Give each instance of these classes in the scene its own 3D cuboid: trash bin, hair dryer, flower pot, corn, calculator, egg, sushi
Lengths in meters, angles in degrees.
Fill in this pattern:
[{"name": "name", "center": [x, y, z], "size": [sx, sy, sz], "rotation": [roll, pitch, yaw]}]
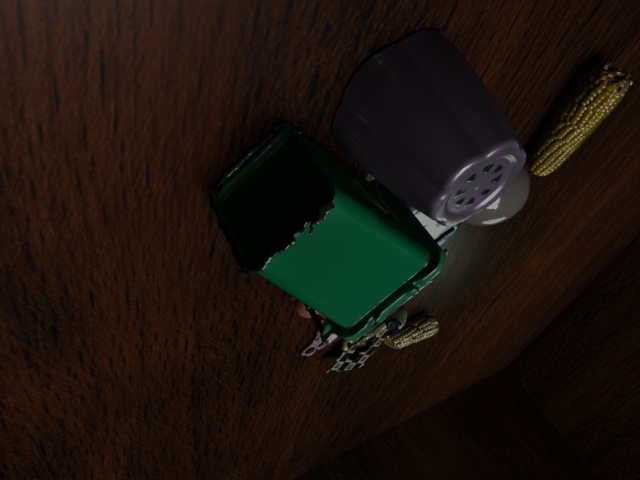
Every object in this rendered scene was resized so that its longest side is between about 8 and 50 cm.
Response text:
[{"name": "trash bin", "center": [0.000, 0.000, 0.971], "size": [0.295, 0.259, 0.381], "rotation": [-41, 143, 12]}, {"name": "hair dryer", "center": [0.192, 0.246, 1.671], "size": [0.199, 0.067, 0.167], "rotation": [-37, -176, 38]}, {"name": "flower pot", "center": [0.195, -0.167, 0.914], "size": [0.265, 0.243, 0.265], "rotation": [-28, 152, -16]}, {"name": "corn", "center": [0.315, 0.323, 1.915], "size": [0.211, 0.087, 0.087], "rotation": [-24, 149, -21]}, {"name": "corn", "center": [0.593, -0.278, 1.297], "size": [0.106, 0.106, 0.305], "rotation": [-14, 149, -32]}, {"name": "calculator", "center": [0.247, -0.031, 1.357], "size": [0.173, 0.051, 0.293], "rotation": [-43, 150, 12]}, {"name": "egg", "center": [0.348, -0.118, 1.204], "size": [0.232, 0.176, 0.176], "rotation": [-3, 139, -28]}, {"name": "sushi", "center": [0.123, 0.336, 1.783], "size": [0.193, 0.040, 0.210], "rotation": [9, 122, -50]}]

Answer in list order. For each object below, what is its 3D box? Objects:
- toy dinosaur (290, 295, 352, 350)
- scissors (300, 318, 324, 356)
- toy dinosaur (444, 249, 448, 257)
[{"name": "toy dinosaur", "center": [0.043, 0.159, 1.336], "size": [0.152, 0.194, 0.177], "rotation": [-46, 172, 36]}, {"name": "scissors", "center": [-0.007, 0.278, 1.597], "size": [0.100, 0.015, 0.189], "rotation": [-22, 146, -24]}, {"name": "toy dinosaur", "center": [0.305, 0.083, 1.599], "size": [0.180, 0.037, 0.058], "rotation": [-34, 146, -2]}]
